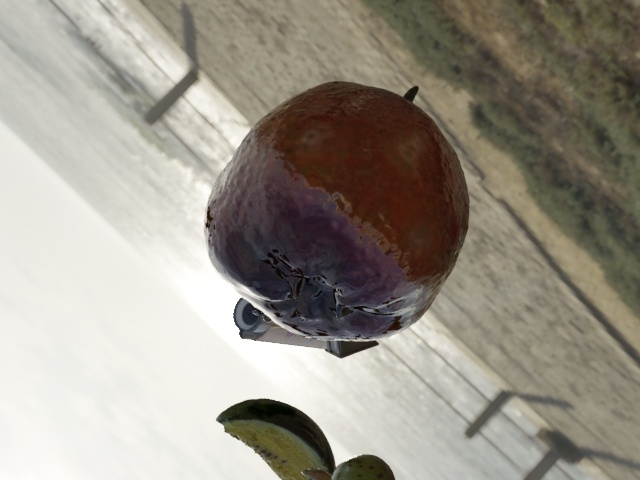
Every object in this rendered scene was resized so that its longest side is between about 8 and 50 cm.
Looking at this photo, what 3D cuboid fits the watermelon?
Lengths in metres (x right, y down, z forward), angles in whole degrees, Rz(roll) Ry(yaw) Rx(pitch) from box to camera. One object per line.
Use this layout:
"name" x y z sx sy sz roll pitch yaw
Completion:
"watermelon" -0.059 0.404 2.056 0.301 0.129 0.123 46 -169 -19

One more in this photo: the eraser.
"eraser" -0.041 0.137 2.170 0.087 0.171 0.290 40 -164 36

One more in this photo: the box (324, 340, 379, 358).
"box" 0.051 0.163 1.851 0.060 0.085 0.063 18 121 59

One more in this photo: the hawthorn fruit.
"hawthorn fruit" 0.042 -0.060 1.181 0.285 0.369 0.284 22 143 18

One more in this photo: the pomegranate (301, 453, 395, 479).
"pomegranate" 0.049 0.407 1.660 0.129 0.159 0.129 36 -135 -45
